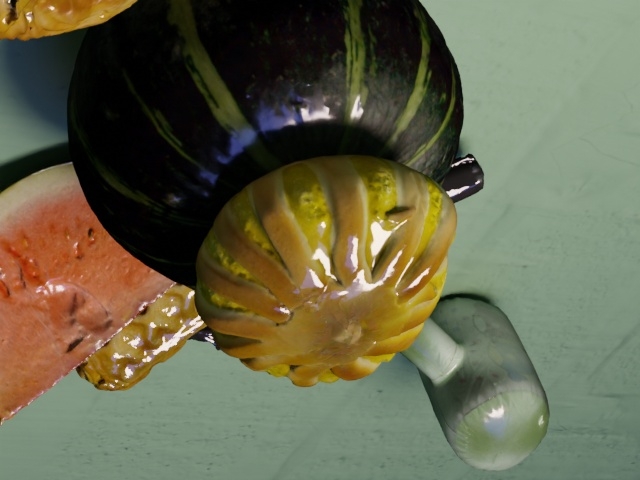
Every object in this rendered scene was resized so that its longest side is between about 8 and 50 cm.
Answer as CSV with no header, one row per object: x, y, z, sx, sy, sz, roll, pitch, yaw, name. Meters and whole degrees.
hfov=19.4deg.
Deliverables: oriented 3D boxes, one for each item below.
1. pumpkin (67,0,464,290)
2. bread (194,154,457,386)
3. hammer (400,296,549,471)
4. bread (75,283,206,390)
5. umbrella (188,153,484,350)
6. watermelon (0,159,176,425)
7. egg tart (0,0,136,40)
-0.043,-0.098,1.496,0.323,0.241,0.323,-12,140,-10,pumpkin
0.005,0.029,1.391,0.213,0.105,0.213,-7,141,-6,bread
0.104,0.092,1.945,0.119,0.206,0.335,-40,125,12,hammer
-0.075,0.005,1.696,0.367,0.077,0.084,-41,178,-6,bread
0.000,0.000,1.799,0.340,0.118,0.118,-24,147,-5,umbrella
-0.245,0.034,1.665,0.303,0.159,0.128,-40,-179,-8,watermelon
-0.133,-0.285,1.214,0.352,0.150,0.352,-40,165,-13,egg tart
